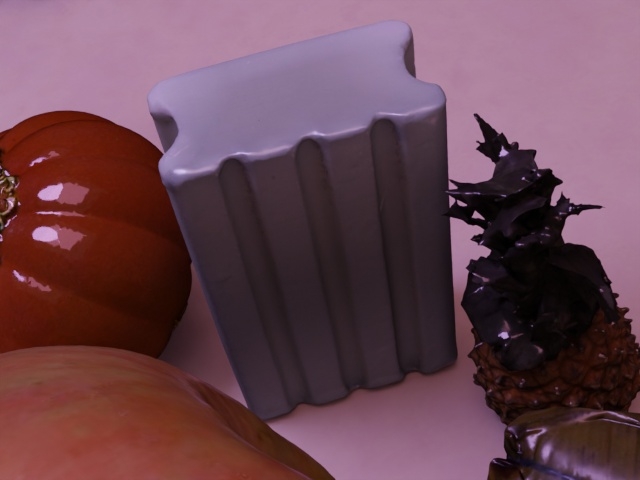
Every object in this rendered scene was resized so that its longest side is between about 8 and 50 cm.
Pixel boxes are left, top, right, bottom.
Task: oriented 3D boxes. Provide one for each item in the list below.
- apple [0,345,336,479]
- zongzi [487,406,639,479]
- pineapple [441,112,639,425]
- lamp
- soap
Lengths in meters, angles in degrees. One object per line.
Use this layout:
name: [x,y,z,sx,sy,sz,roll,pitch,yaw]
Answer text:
apple: [-0.090,0.236,0.415,0.391,0.391,0.346,33,77,31]
zongzi: [0.222,0.238,0.520,0.286,0.138,0.300,1,61,16]
pineapple: [0.137,0.036,0.616,0.125,0.251,0.125,-11,51,14]
lamp: [-0.188,0.017,0.724,0.223,0.196,0.223,-21,58,37]
soap: [0.000,0.000,0.656,0.160,0.265,0.087,-15,51,-3]
